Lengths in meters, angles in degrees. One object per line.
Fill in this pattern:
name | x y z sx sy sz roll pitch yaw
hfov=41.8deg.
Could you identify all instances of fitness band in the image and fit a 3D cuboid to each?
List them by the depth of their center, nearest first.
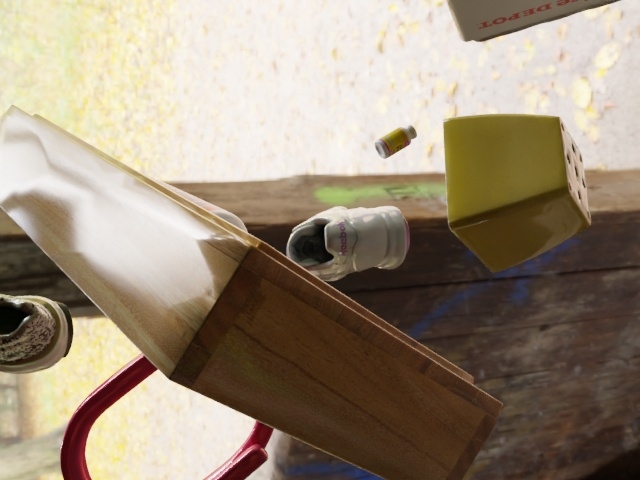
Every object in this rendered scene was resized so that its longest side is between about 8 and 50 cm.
fitness band | -0.188 0.243 1.069 0.209 0.291 0.054 52 176 -4

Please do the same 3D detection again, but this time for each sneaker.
sneaker | 0.000 0.000 1.231 0.305 0.152 0.114 162 103 -64
sneaker | -0.615 0.138 1.330 0.182 0.411 0.158 107 153 -67

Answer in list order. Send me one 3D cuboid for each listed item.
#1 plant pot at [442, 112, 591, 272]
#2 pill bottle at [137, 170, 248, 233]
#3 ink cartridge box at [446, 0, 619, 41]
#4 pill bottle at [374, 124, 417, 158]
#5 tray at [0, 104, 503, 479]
plant pot | 0.336 -0.094 1.401 0.187 0.212 0.212 -14 60 27
pill bottle | -0.291 -0.011 1.449 0.323 0.182 0.181 23 118 31
ink cartridge box | 0.213 -0.349 0.838 0.307 0.223 0.128 38 -139 -66
pill bottle | 0.153 -0.201 1.687 0.043 0.083 0.043 53 164 22
tray | -0.088 0.017 0.568 0.411 0.203 0.076 26 83 53
